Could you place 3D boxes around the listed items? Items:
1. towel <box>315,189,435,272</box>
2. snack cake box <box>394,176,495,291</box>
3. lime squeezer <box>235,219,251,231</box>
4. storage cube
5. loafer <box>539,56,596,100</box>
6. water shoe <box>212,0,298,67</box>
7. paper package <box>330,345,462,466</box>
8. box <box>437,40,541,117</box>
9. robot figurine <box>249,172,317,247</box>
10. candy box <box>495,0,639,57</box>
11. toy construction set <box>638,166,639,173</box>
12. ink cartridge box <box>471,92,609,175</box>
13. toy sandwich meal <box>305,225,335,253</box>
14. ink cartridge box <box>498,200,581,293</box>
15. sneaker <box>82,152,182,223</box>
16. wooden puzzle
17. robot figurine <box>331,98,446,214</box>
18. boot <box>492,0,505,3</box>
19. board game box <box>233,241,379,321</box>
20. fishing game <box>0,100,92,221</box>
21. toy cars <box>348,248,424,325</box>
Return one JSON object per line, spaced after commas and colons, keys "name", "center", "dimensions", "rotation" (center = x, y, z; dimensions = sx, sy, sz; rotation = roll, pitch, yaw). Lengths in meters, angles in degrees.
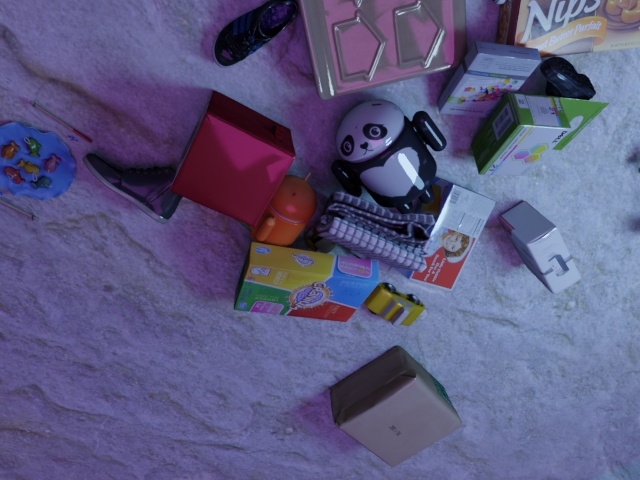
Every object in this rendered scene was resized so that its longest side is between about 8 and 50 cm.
{"name": "towel", "center": [0.115, -0.030, 1.066], "dimensions": [0.235, 0.284, 0.121], "rotation": [22, 87, -4]}
{"name": "snack cake box", "center": [0.318, -0.014, 1.202], "dimensions": [0.152, 0.089, 0.264], "rotation": [16, 104, -28]}
{"name": "lime squeezer", "center": [-0.139, 0.044, 1.232], "dimensions": [0.110, 0.059, 0.310], "rotation": [2, 128, 25]}
{"name": "storage cube", "center": [-0.186, -0.180, 0.999], "dimensions": [0.193, 0.183, 0.215], "rotation": [23, 115, -20]}
{"name": "loafer", "center": [0.548, -0.350, 1.051], "dimensions": [0.223, 0.076, 0.078], "rotation": [3, 155, -43]}
{"name": "water shoe", "center": [-0.135, -0.417, 0.922], "dimensions": [0.203, 0.080, 0.073], "rotation": [-35, 120, 12]}
{"name": "paper package", "center": [0.248, 0.549, 1.533], "dimensions": [0.309, 0.168, 0.325], "rotation": [-36, 120, 13]}
{"name": "box", "center": [0.363, -0.347, 1.022], "dimensions": [0.145, 0.038, 0.186], "rotation": [2, 157, -12]}
{"name": "robot figurine", "center": [-0.088, -0.068, 1.100], "dimensions": [0.158, 0.128, 0.219], "rotation": [-2, 147, -35]}
{"name": "candy box", "center": [0.549, -0.499, 0.987], "dimensions": [0.317, 0.087, 0.182], "rotation": [-7, 123, -4]}
{"name": "toy construction set", "center": [1.020, -0.098, 1.278], "dimensions": [0.309, 0.257, 0.237], "rotation": [-17, 145, -26]}
{"name": "ink cartridge box", "center": [0.519, -0.240, 1.090], "dimensions": [0.255, 0.097, 0.188], "rotation": [1, 153, -10]}
{"name": "toy sandwich meal", "center": [0.000, 0.000, 1.232], "dimensions": [0.086, 0.029, 0.085], "rotation": [-5, 122, -7]}
{"name": "ink cartridge box", "center": [0.600, 0.020, 1.274], "dimensions": [0.092, 0.158, 0.218], "rotation": [-34, 121, 10]}
{"name": "sneaker", "center": [-0.411, -0.149, 1.053], "dimensions": [0.222, 0.083, 0.118], "rotation": [38, 90, -20]}
{"name": "wooden puzzle", "center": [0.124, -0.484, 0.935], "dimensions": [0.348, 0.080, 0.322], "rotation": [-17, 123, -5]}
{"name": "robot figurine", "center": [0.155, -0.185, 1.059], "dimensions": [0.209, 0.174, 0.278], "rotation": [-49, 121, -10]}
{"name": "boot", "center": [0.340, -0.577, 0.924], "dimensions": [0.086, 0.069, 0.189], "rotation": [0, 113, -2]}
{"name": "board game box", "center": [-0.043, 0.115, 1.178], "dimensions": [0.317, 0.064, 0.242], "rotation": [9, 144, -14]}
{"name": "fishing game", "center": [-0.638, -0.167, 1.013], "dimensions": [0.264, 0.041, 0.189], "rotation": [-42, 121, 16]}
{"name": "toy cars", "center": [0.196, 0.120, 1.306], "dimensions": [0.177, 0.087, 0.393], "rotation": [-18, 122, 1]}
